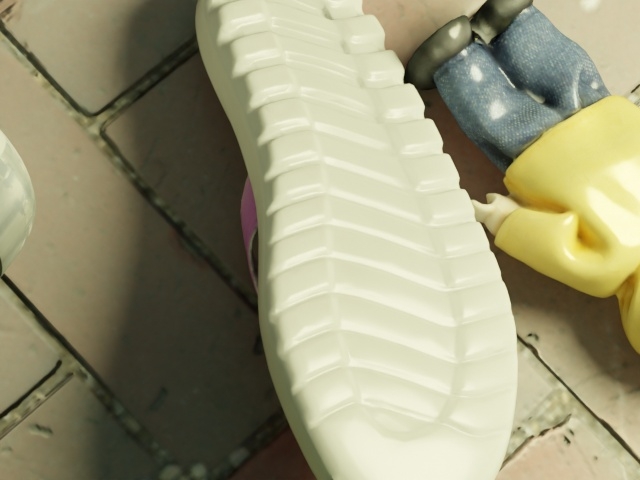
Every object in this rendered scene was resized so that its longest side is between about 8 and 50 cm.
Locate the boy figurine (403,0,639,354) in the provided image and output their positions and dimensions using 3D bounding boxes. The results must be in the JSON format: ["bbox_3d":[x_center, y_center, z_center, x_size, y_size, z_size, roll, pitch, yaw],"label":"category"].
[{"bbox_3d":[0.185,-0.037,1.275,0.177,0.092,0.285,-36,82,-21],"label":"boy figurine"}]

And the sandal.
[{"bbox_3d":[0.014,0.001,1.228,0.169,0.102,0.416,4,56,-26],"label":"sandal"}]

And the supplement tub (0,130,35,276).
[{"bbox_3d":[-0.327,0.051,1.074,0.207,0.207,0.338,34,67,2],"label":"supplement tub"}]
